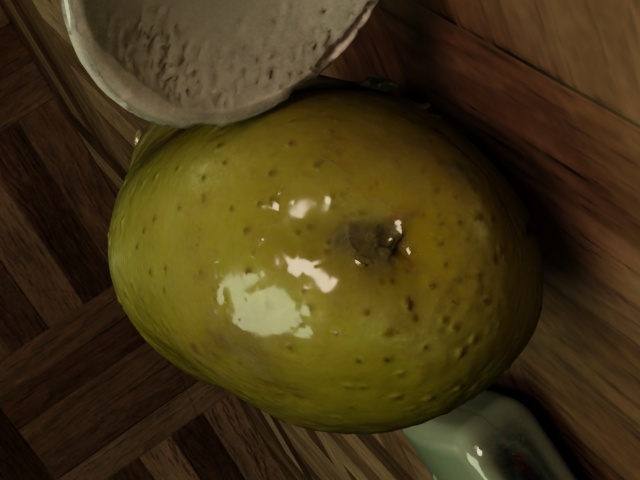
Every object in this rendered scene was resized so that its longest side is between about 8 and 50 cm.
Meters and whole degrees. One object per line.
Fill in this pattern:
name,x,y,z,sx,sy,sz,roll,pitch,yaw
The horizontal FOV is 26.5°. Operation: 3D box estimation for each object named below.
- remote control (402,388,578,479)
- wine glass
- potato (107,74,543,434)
remote control,0.154,0.208,0.748,0.296,0.056,0.140,55,171,-6
wine glass,-0.080,-0.138,0.474,0.196,0.165,0.165,38,160,42
potato,0.000,0.000,0.549,0.248,0.169,0.143,-166,80,-78
